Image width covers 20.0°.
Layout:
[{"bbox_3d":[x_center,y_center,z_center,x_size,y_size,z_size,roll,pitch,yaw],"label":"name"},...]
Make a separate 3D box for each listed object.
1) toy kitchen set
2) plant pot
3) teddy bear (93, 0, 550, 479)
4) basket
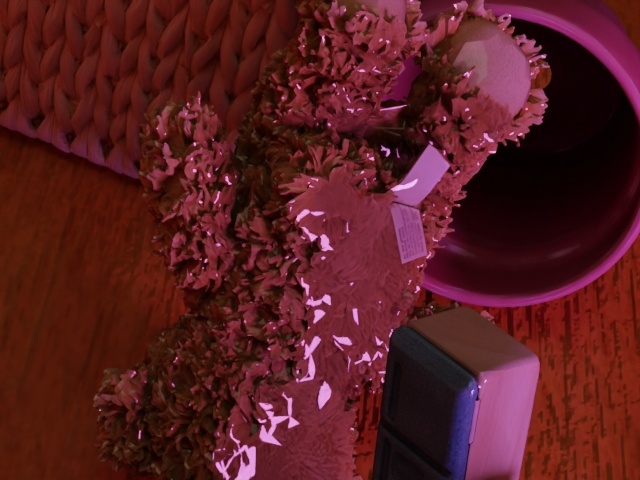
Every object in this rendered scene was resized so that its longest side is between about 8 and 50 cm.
[{"bbox_3d":[0.053,0.139,0.709,0.166,0.122,0.207,-14,33,-35],"label":"toy kitchen set"},{"bbox_3d":[0.127,-0.084,1.168,0.201,0.201,0.180,18,29,9],"label":"plant pot"},{"bbox_3d":[0.000,0.000,1.018,0.245,0.338,0.113,7,5,-30],"label":"teddy bear"},{"bbox_3d":[-0.064,-0.239,1.197,0.266,0.331,0.328,27,46,10],"label":"basket"}]
